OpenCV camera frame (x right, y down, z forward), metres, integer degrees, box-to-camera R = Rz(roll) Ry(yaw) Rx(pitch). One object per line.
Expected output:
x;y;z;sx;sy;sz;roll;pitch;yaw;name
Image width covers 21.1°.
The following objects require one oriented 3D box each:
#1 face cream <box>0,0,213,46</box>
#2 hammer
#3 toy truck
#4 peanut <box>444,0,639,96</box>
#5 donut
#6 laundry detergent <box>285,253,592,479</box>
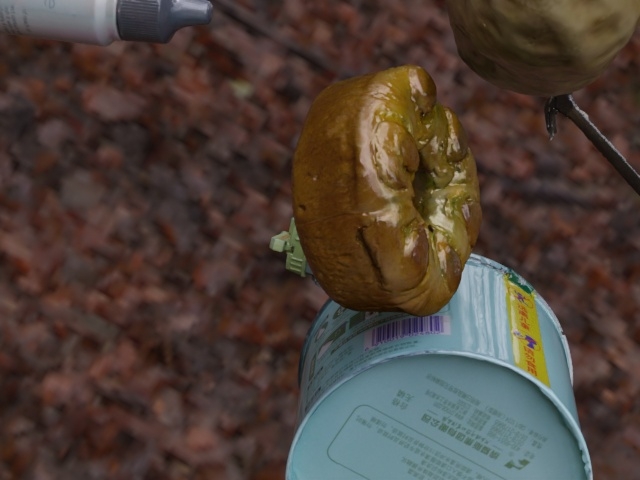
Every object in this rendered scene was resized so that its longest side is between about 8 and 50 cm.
-0.256;-0.238;1.677;0.311;0.092;0.092;9;22;11;face cream
0.466;-0.130;2.728;0.027;0.125;0.297;-27;68;-40;hammer
0.000;0.000;2.210;0.100;0.077;0.169;17;20;16;toy truck
0.196;-0.225;1.584;0.192;0.170;0.387;24;-4;2;peanut
0.061;-0.042;1.552;0.113;0.227;0.226;-5;10;26;donut
0.115;0.173;1.712;0.287;0.287;0.305;28;20;-7;laundry detergent
